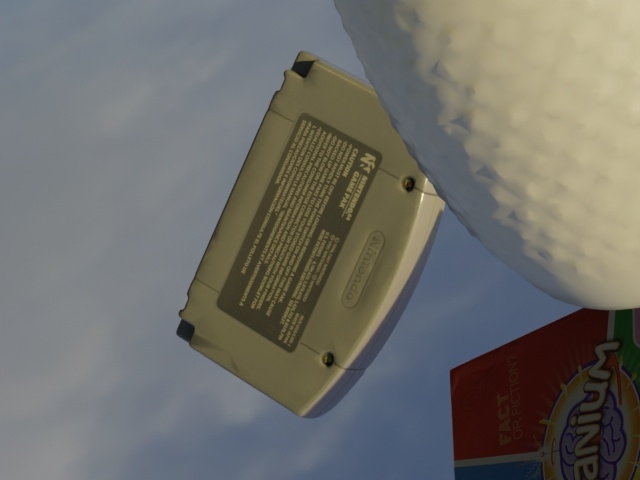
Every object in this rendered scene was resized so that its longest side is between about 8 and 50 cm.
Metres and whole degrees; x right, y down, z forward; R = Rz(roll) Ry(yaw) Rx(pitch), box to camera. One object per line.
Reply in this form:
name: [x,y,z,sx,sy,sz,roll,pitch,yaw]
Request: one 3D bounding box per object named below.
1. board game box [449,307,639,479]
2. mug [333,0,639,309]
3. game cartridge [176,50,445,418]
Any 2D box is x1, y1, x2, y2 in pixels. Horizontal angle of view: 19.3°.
board game box: [0.240,0.161,1.456,0.316,0.064,0.242,-29,-132,37]
mug: [0.166,-0.160,1.180,0.276,0.328,0.374,-17,-156,17]
game cartridge: [0.000,0.000,1.711,0.198,0.062,0.297,30,-79,25]
